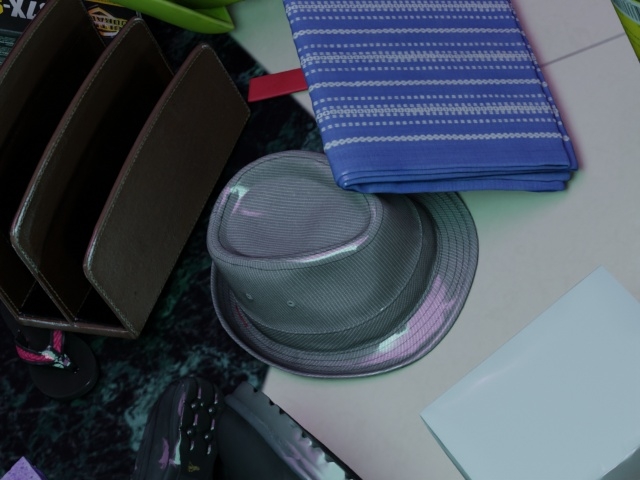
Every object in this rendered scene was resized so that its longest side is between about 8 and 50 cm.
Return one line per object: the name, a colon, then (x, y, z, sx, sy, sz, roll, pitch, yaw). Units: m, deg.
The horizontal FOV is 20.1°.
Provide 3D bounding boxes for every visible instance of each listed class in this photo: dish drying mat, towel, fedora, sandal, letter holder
dish drying mat: (-0.038, -0.167, 1.918, 0.083, 0.008, 0.032, -11, 55, 22)
towel: (0.094, -0.175, 1.761, 0.243, 0.040, 0.336, -2, 50, -16)
fedora: (0.000, 0.000, 1.717, 0.275, 0.124, 0.244, 15, 69, 34)
sandal: (-0.288, 0.100, 1.854, 0.067, 0.040, 0.179, -41, 51, -3)
letter holder: (-0.226, -0.089, 1.806, 0.152, 0.214, 0.302, 5, 54, 30)

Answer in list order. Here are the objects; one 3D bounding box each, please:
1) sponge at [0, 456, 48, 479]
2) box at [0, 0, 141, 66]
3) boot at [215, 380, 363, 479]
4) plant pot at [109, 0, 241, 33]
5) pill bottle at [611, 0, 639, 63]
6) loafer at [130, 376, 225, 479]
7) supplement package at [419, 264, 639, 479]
sponge: (-0.271, 0.313, 1.716, 0.117, 0.031, 0.210, -43, 51, -4)
box: (-0.366, -0.295, 1.989, 0.079, 0.322, 0.257, -56, 38, 43)
boot: (-0.097, 0.384, 1.493, 0.445, 0.146, 0.367, -45, 61, -2)
plant pot: (-0.147, -0.360, 1.902, 0.207, 0.228, 0.227, -43, 56, 26)
pill bottle: (0.352, -0.201, 1.529, 0.188, 0.334, 0.188, -13, 56, 20)
loafer: (-0.142, 0.236, 1.680, 0.078, 0.076, 0.223, -22, 51, 53)
supplement package: (0.222, 0.168, 1.445, 0.194, 0.203, 0.149, -39, 51, -1)
